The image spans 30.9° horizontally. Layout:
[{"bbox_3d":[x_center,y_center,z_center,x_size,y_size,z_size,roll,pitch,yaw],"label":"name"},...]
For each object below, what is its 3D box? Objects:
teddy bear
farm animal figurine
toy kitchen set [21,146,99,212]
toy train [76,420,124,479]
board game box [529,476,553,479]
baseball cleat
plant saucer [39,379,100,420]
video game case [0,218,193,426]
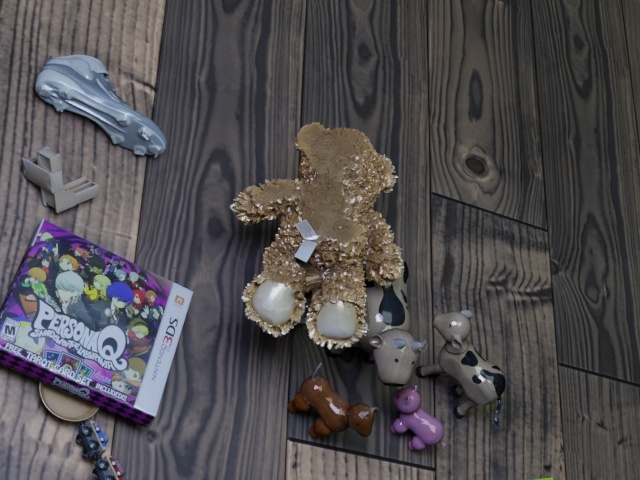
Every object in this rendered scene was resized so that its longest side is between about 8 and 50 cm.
[{"bbox_3d":[0.000,0.000,1.612,0.245,0.113,0.338,-4,58,-6],"label":"teddy bear"},{"bbox_3d":[0.110,0.142,1.679,0.330,0.172,0.326,-7,69,-34],"label":"farm animal figurine"},{"bbox_3d":[-0.356,-0.097,1.584,0.068,0.083,0.075,26,39,36],"label":"toy kitchen set"},{"bbox_3d":[-0.260,0.287,1.434,0.036,0.027,0.158,0,46,-44],"label":"toy train"},{"bbox_3d":[0.206,0.472,1.625,0.347,0.078,0.233,0,66,-32],"label":"board game box"},{"bbox_3d":[-0.304,-0.204,1.669,0.206,0.072,0.109,30,47,-20],"label":"baseball cleat"},{"bbox_3d":[-0.320,0.194,1.478,0.083,0.015,0.083,18,51,-23],"label":"plant saucer"},{"bbox_3d":[-0.297,0.106,1.515,0.232,0.042,0.210,28,47,-17],"label":"video game case"}]
